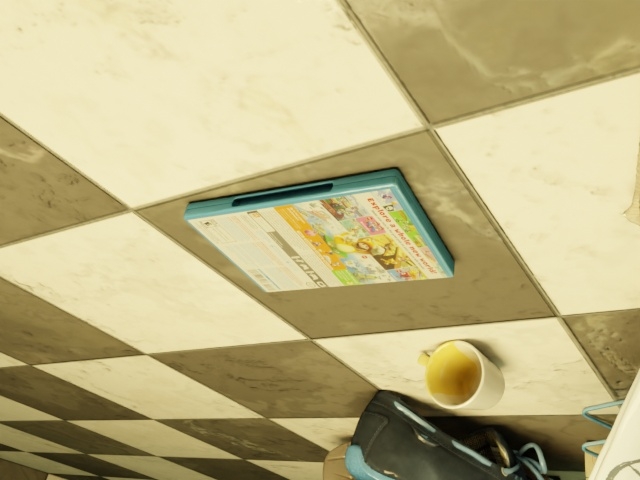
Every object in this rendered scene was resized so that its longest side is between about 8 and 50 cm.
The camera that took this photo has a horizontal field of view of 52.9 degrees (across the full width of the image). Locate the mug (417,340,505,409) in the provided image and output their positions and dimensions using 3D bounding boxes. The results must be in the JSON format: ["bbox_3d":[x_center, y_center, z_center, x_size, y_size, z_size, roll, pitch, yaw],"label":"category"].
[{"bbox_3d":[0.139,0.128,0.613,0.064,0.078,0.062,27,115,-41],"label":"mug"}]

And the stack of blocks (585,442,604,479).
[{"bbox_3d":[0.485,0.308,0.759,0.297,0.087,0.171,-8,145,29],"label":"stack of blocks"}]

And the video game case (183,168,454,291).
[{"bbox_3d":[0.000,0.000,0.471,0.166,0.015,0.119,-7,145,28],"label":"video game case"}]

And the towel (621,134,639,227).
[{"bbox_3d":[0.285,-0.047,0.266,0.282,0.049,0.187,-2,149,20],"label":"towel"}]

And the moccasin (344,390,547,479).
[{"bbox_3d":[0.199,0.279,0.770,0.342,0.117,0.138,28,155,-20],"label":"moccasin"}]

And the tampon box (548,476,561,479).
[{"bbox_3d":[0.308,0.449,0.983,0.120,0.161,0.101,-3,146,22],"label":"tampon box"}]

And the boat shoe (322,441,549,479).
[{"bbox_3d":[0.164,0.367,0.938,0.324,0.123,0.116,6,152,11],"label":"boat shoe"}]

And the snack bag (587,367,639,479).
[{"bbox_3d":[0.363,0.164,0.460,0.323,0.037,0.342,8,120,2],"label":"snack bag"}]

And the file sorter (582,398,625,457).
[{"bbox_3d":[0.332,0.252,0.638,0.104,0.170,0.118,27,147,-18],"label":"file sorter"}]
